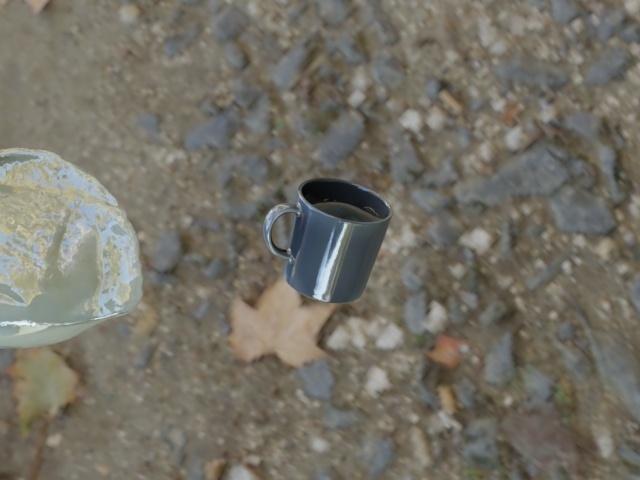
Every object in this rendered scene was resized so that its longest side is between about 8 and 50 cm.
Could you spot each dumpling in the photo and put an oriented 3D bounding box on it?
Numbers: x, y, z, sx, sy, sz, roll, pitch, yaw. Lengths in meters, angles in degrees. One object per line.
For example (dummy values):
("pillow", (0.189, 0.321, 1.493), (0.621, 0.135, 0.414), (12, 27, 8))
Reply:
("dumpling", (-0.268, 0.006, 1.466), (0.252, 0.131, 0.179), (-5, 79, 31))

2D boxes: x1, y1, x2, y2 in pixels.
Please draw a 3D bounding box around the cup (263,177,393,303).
("cup", (0.000, 0.000, 1.303), (0.078, 0.100, 0.077), (-121, 41, -56))
